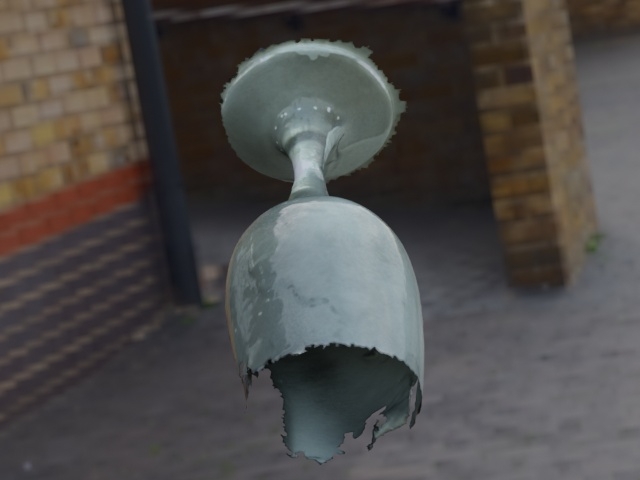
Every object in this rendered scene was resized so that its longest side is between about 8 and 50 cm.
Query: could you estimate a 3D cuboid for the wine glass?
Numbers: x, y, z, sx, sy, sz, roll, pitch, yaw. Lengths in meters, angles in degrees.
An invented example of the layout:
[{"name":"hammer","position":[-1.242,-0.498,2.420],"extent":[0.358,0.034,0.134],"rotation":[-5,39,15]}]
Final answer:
[{"name":"wine glass","position":[0.000,0.000,1.326],"extent":[0.143,0.143,0.321],"rotation":[-9,40,5]}]
